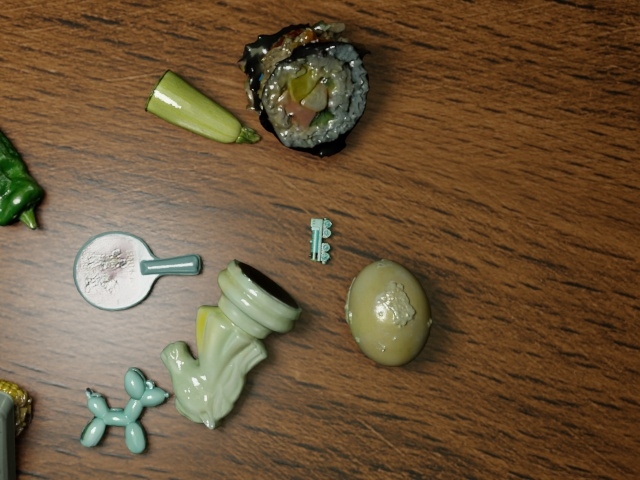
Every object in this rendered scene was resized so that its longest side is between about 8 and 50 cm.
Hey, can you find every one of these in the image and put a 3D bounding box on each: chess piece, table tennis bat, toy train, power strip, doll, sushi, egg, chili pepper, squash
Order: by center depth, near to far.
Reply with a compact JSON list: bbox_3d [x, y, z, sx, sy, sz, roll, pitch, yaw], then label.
[{"bbox_3d":[-0.640,0.367,1.710,0.193,0.059,0.265,8,121,-3],"label":"power strip"},{"bbox_3d":[-0.182,0.197,1.799,0.175,0.176,0.298,36,95,0],"label":"chess piece"},{"bbox_3d":[-0.362,0.315,1.803,0.159,0.059,0.159,2,84,-2],"label":"doll"},{"bbox_3d":[0.129,0.136,1.810,0.164,0.164,0.202,-11,81,-5],"label":"egg"},{"bbox_3d":[-0.618,-0.126,1.817,0.270,0.099,0.136,47,58,8],"label":"chili pepper"},{"bbox_3d":[-0.033,-0.300,1.837,0.238,0.219,0.225,-4,121,-30],"label":"sushi"},{"bbox_3d":[-0.350,0.055,1.847,0.244,0.040,0.153,-4,83,0],"label":"table tennis bat"},{"bbox_3d":[-0.220,-0.242,1.870,0.224,0.094,0.094,26,83,-8],"label":"squash"},{"bbox_3d":[0.000,0.000,1.879,0.045,0.029,0.092,4,85,4],"label":"toy train"}]

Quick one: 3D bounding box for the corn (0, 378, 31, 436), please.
[{"bbox_3d":[-0.683,0.288,1.765,0.305,0.106,0.106,10,83,1],"label":"corn"}]
